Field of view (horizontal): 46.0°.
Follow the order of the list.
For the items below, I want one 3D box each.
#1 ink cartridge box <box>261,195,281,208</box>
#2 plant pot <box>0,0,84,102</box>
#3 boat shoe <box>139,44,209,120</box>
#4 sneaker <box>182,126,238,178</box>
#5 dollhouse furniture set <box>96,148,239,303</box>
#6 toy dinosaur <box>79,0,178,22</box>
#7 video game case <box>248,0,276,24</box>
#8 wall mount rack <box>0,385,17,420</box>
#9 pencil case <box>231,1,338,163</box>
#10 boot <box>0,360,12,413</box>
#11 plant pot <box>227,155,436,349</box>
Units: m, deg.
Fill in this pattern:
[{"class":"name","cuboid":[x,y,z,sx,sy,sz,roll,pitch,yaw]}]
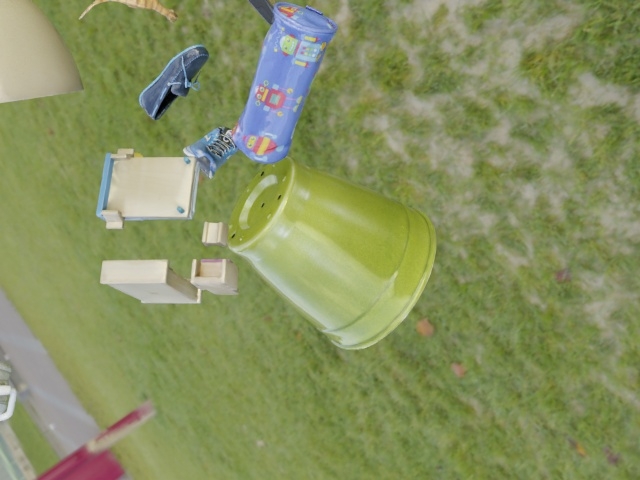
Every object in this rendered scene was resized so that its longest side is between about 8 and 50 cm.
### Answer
[{"class":"ink cartridge box","cuboid":[-0.052,-0.037,1.686,0.060,0.104,0.180,9,146,43]},{"class":"plant pot","cuboid":[-0.573,-0.336,1.305,0.284,0.284,0.190,13,114,53]},{"class":"boat shoe","cuboid":[-0.387,-0.428,2.073,0.258,0.109,0.089,-39,72,32]},{"class":"sneaker","cuboid":[-0.342,-0.305,2.437,0.130,0.147,0.330,45,-165,-14]},{"class":"dollhouse furniture set","cuboid":[-0.289,-0.036,1.568,0.198,0.287,0.303,53,-142,-70]},{"class":"toy dinosaur","cuboid":[-0.410,-0.527,1.632,0.064,0.212,0.112,128,140,-56]},{"class":"video game case","cuboid":[-0.188,-0.593,1.513,0.275,0.035,0.248,44,-159,-40]},{"class":"wall mount rack","cuboid":[-0.755,0.253,1.419,0.350,0.304,0.130,54,135,39]},{"class":"pencil case","cuboid":[-0.072,-0.291,1.399,0.120,0.133,0.306,25,126,0]},{"class":"boot","cuboid":[-0.772,0.294,1.599,0.095,0.123,0.258,-4,161,24]},{"class":"plant pot","cuboid":[0.000,0.000,1.655,0.353,0.366,0.367,33,163,-27]}]
